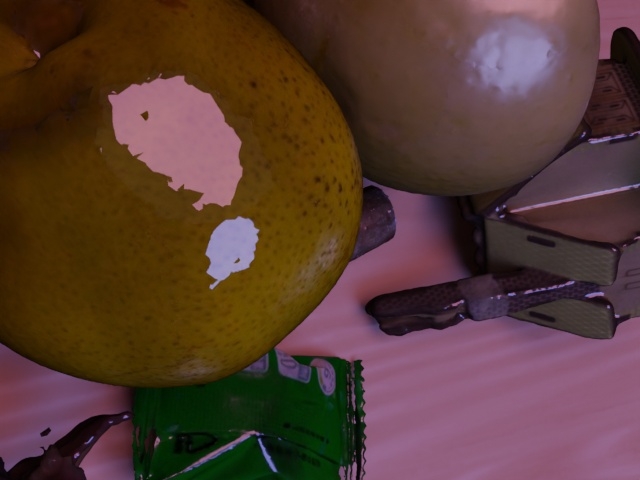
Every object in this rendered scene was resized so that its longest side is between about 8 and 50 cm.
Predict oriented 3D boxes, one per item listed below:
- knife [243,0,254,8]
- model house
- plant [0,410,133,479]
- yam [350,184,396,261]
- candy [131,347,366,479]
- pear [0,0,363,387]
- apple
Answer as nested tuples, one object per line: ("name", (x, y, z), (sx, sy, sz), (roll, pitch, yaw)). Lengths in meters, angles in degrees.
("knife", (0.000, -0.249, 0.993), (0.343, 0.027, 0.061), (-37, 105, -25))
("model house", (0.162, -0.029, 1.004), (0.278, 0.218, 0.205), (-12, 133, 3))
("plant", (-0.232, 0.225, 0.738), (0.234, 0.178, 0.204), (0, 72, -37))
("yam", (0.000, 0.000, 0.947), (0.132, 0.054, 0.054), (-25, 95, -27))
("candy", (-0.046, 0.140, 0.896), (0.203, 0.078, 0.141), (17, 77, -29))
("pear", (-0.115, -0.035, 0.773), (0.294, 0.294, 0.294), (3, 82, -26))
("apple", (0.066, -0.180, 0.881), (0.233, 0.258, 0.295), (10, 53, -7))
